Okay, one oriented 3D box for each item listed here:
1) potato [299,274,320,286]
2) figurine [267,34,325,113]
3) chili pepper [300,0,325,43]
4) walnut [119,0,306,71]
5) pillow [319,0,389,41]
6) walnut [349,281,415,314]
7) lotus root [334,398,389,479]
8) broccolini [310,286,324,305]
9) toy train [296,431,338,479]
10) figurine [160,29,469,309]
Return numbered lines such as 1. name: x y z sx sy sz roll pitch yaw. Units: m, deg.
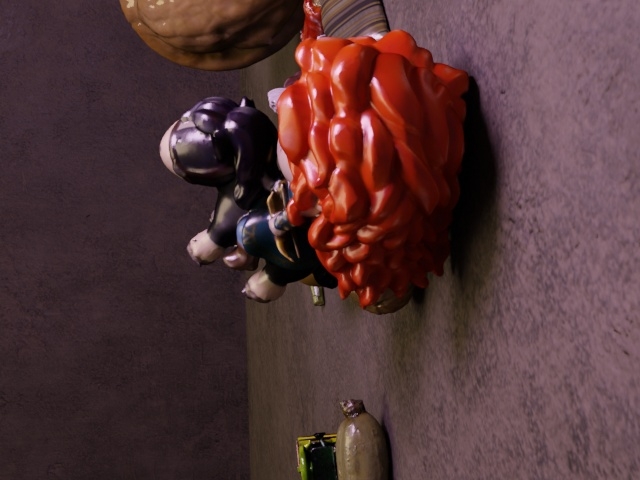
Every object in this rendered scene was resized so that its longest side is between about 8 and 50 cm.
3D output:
1. potato: 0.000 0.000 1.387 0.150 0.146 0.234 -52 -10 -7
2. figurine: 0.009 -0.196 1.252 0.116 0.175 0.240 101 -179 -59
3. chili pepper: -0.001 -0.397 1.472 0.070 0.073 0.123 42 163 6
4. walnut: -0.207 -0.542 1.708 0.383 0.384 0.383 177 90 -79
5. pillow: 0.047 -0.340 1.222 0.113 0.038 0.203 -30 54 34
6. walnut: 0.079 0.037 1.090 0.105 0.105 0.124 100 168 -49
7. lotus root: 0.066 0.334 1.278 0.090 0.077 0.183 -177 81 -72
8. broccolini: -0.031 0.036 1.759 0.067 0.058 0.216 127 139 -69
9. toy train: 0.013 0.511 1.561 0.160 0.100 0.296 112 153 -82
10. figurine: -0.011 -0.070 0.953 0.412 0.241 0.306 -8 110 40
